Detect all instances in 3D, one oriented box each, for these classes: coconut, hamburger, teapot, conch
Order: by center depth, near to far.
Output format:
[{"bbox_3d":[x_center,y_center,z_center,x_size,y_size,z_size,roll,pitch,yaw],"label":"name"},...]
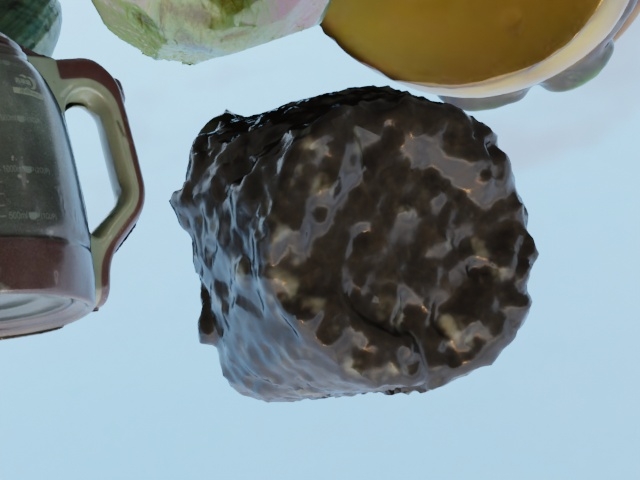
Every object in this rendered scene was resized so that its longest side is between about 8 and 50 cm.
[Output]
[{"bbox_3d":[-0.081,-0.247,1.477,0.236,0.236,0.204,10,-115,32],"label":"coconut"},{"bbox_3d":[-0.321,-0.068,1.899,0.315,0.312,0.233,3,165,-36],"label":"teapot"},{"bbox_3d":[0.178,-0.330,1.915,0.396,0.395,0.277,1,-171,19],"label":"hamburger"},{"bbox_3d":[-0.376,-0.237,2.112,0.176,0.122,0.188,-26,-115,-10],"label":"conch"}]

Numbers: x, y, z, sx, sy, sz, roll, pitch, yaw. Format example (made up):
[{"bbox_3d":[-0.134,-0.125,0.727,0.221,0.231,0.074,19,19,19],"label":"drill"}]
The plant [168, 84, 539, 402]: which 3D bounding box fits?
[{"bbox_3d":[0.000,0.000,1.340,0.213,0.215,0.312,-17,-170,-25],"label":"plant"}]
